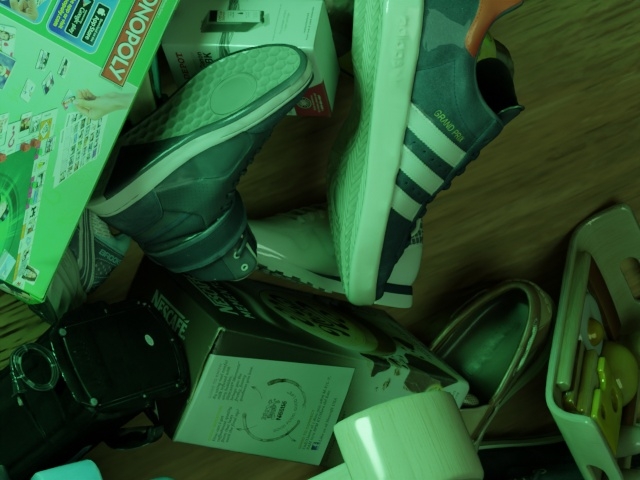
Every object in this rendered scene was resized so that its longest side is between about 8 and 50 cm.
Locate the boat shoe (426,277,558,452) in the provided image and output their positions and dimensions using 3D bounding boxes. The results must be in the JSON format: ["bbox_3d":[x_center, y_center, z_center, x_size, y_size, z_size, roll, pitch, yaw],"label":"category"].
[{"bbox_3d":[0.122,0.167,1.751,0.324,0.123,0.116,-56,160,-7],"label":"boat shoe"}]

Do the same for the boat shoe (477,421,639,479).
[{"bbox_3d":[0.211,0.321,1.880,0.500,0.156,0.187,-9,120,-26],"label":"boat shoe"}]

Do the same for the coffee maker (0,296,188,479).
[{"bbox_3d":[-0.233,0.132,1.493,0.171,0.120,0.178,13,145,-34],"label":"coffee maker"}]

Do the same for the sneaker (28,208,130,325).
[{"bbox_3d":[-0.247,-0.067,1.455,0.122,0.110,0.283,-40,135,-25],"label":"sneaker"}]

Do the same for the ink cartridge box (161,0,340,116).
[{"bbox_3d":[-0.059,-0.157,1.467,0.135,0.056,0.099,2,148,13],"label":"ink cartridge box"}]

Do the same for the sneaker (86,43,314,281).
[{"bbox_3d":[-0.072,-0.059,1.446,0.226,0.086,0.163,-32,131,14],"label":"sneaker"}]

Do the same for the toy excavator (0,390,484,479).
[{"bbox_3d":[-0.128,0.270,1.487,0.445,0.222,0.433,-13,161,-27],"label":"toy excavator"}]

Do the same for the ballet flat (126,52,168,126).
[{"bbox_3d":[-0.165,-0.123,1.479,0.086,0.086,0.248,-25,125,-18],"label":"ballet flat"}]

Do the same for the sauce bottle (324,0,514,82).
[{"bbox_3d":[0.031,-0.204,1.530,0.344,0.111,0.111,28,98,-39],"label":"sauce bottle"}]

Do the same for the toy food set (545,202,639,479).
[{"bbox_3d":[0.328,0.143,1.808,0.092,0.306,0.220,-9,132,26],"label":"toy food set"}]

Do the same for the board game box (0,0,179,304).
[{"bbox_3d":[-0.249,-0.138,1.324,0.213,0.046,0.317,29,74,-20],"label":"board game box"}]

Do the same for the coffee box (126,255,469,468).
[{"bbox_3d":[-0.032,0.124,1.623,0.297,0.168,0.119,15,105,-36],"label":"coffee box"}]

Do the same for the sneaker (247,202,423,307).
[{"bbox_3d":[0.000,0.000,1.644,0.235,0.090,0.095,13,94,-39],"label":"sneaker"}]

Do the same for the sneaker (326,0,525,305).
[{"bbox_3d":[0.096,-0.086,1.495,0.148,0.131,0.350,-2,130,-15],"label":"sneaker"}]
